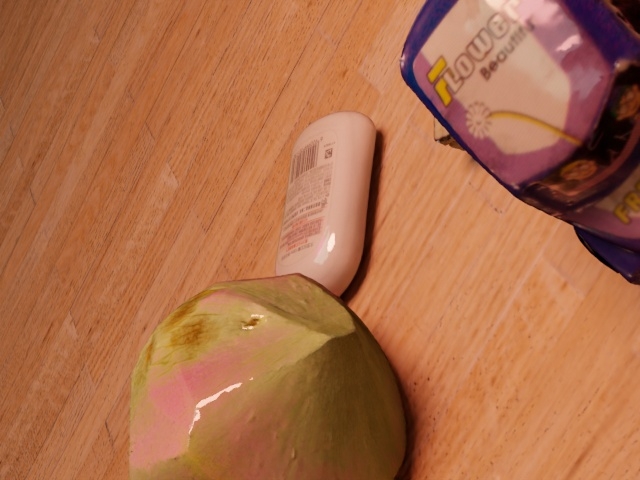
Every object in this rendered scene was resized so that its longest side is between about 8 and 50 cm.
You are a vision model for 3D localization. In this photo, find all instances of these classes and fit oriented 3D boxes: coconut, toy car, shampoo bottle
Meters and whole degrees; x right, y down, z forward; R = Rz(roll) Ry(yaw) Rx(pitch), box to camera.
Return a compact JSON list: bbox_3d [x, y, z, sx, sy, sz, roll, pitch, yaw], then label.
[{"bbox_3d":[-0.044,0.130,0.989,0.236,0.204,0.236,-41,-8,-7],"label":"coconut"},{"bbox_3d":[0.160,-0.084,0.778,0.235,0.158,0.172,51,122,23],"label":"toy car"},{"bbox_3d":[0.000,0.000,1.148,0.108,0.051,0.221,-24,52,51],"label":"shampoo bottle"}]

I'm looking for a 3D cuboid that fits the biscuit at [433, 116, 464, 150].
[{"bbox_3d":[0.175,-0.165,0.953,0.252,0.052,0.150,-24,56,50],"label":"biscuit"}]
